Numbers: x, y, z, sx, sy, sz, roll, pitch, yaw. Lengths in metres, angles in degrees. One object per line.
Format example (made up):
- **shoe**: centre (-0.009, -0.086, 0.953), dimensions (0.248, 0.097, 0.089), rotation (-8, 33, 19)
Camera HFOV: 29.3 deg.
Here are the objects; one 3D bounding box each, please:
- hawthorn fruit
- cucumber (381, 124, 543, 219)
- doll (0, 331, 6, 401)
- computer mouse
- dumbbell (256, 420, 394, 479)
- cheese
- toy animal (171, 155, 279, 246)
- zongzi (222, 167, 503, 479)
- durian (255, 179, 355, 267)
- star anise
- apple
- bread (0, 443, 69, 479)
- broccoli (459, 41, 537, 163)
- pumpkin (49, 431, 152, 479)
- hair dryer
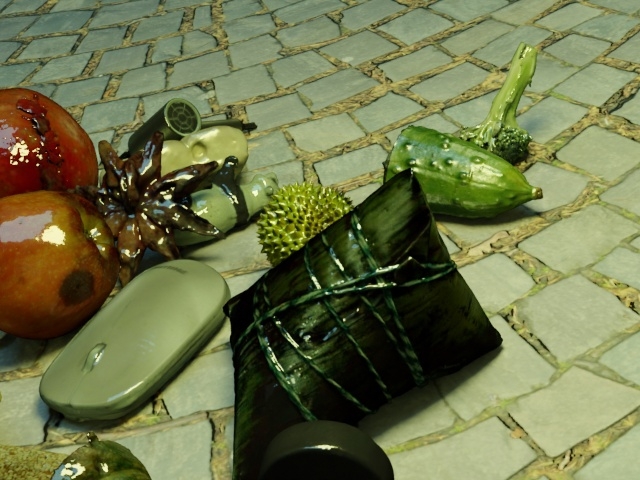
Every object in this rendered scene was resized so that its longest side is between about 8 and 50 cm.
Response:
- **hawthorn fruit**: centre (-0.514, -0.117, 2.058), dimensions (0.315, 0.316, 0.316), rotation (-10, 31, 6)
- **cucumber**: centre (0.226, -0.092, 1.889), dimensions (0.244, 0.134, 0.134), rotation (13, 39, 30)
- **doll**: centre (-0.631, 0.178, 1.743), dimensions (0.423, 0.161, 0.348), rotation (-4, 14, 1)
- **computer mouse**: centre (-0.261, 0.128, 1.735), dimensions (0.197, 0.095, 0.331), rotation (1, 33, 30)
- **dumbbell**: centre (-0.005, 0.309, 1.270), dimensions (0.152, 0.153, 0.218), rotation (-5, 31, 13)
- **cheese**: centre (-0.250, -0.119, 2.098), dimensions (0.262, 0.093, 0.159), rotation (-20, -5, -15)
- **toy animal**: centre (-0.173, -0.062, 2.008), dimensions (0.225, 0.094, 0.121), rotation (-17, 48, -22)
- **zongzi**: centre (0.012, 0.147, 1.500), dimensions (0.383, 0.319, 0.362), rotation (-21, 37, 23)
- **durian**: centre (-0.006, 0.008, 1.779), dimensions (0.146, 0.159, 0.198), rotation (-38, 71, -20)
- **star anise**: centre (-0.277, -0.053, 1.896), dimensions (0.271, 0.272, 0.102), rotation (-10, -10, 6)
- **apple**: centre (-0.412, 0.028, 1.806), dimensions (0.229, 0.230, 0.230), rotation (-10, 31, 6)
- **bread**: centre (-0.376, 0.347, 1.397), dimensions (0.184, 0.111, 0.234), rotation (-1, 33, 38)
- **broccoli**: centre (0.308, -0.221, 1.997), dimensions (0.122, 0.204, 0.118), rotation (7, 17, -42)
- **pumpkin**: centre (-0.249, 0.332, 1.318), dimensions (0.111, 0.163, 0.278), rotation (7, 37, 33)
- **hair dryer**: centre (-0.230, -0.191, 2.267), dimensions (0.248, 0.078, 0.195), rotation (-7, -15, -39)
